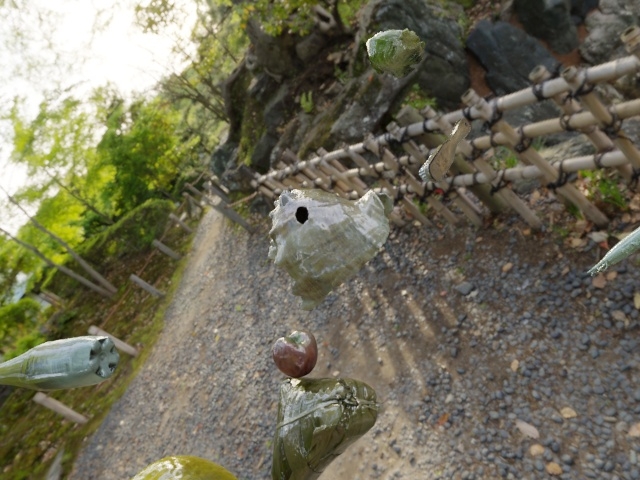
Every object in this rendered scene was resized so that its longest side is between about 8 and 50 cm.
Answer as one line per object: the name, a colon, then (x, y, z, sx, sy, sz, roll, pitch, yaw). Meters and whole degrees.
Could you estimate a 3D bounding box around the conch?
conch: (-0.010, -0.002, 0.926, 0.324, 0.186, 0.263, -39, 44, 49)

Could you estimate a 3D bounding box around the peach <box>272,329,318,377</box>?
peach: (-0.085, 0.377, 1.510, 0.152, 0.152, 0.152, -44, 21, 21)

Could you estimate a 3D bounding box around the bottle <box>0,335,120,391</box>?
bottle: (-0.475, 0.217, 0.785, 0.269, 0.083, 0.083, -12, 34, 16)

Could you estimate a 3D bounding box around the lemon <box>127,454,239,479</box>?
lemon: (-0.216, 0.483, 0.730, 0.267, 0.267, 0.267, -44, 21, 21)

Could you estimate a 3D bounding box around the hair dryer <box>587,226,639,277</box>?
hair dryer: (0.668, 0.016, 0.951, 0.237, 0.075, 0.206, -45, 7, 33)

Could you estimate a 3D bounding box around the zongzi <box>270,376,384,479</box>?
zongzi: (0.022, 0.650, 1.371, 0.500, 0.218, 0.467, -28, 53, 57)

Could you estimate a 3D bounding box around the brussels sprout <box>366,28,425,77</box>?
brussels sprout: (0.180, -0.456, 1.116, 0.181, 0.139, 0.101, -115, 38, -71)

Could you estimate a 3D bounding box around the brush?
brush: (0.392, -0.285, 1.452, 0.065, 0.070, 0.327, -20, 26, 52)
